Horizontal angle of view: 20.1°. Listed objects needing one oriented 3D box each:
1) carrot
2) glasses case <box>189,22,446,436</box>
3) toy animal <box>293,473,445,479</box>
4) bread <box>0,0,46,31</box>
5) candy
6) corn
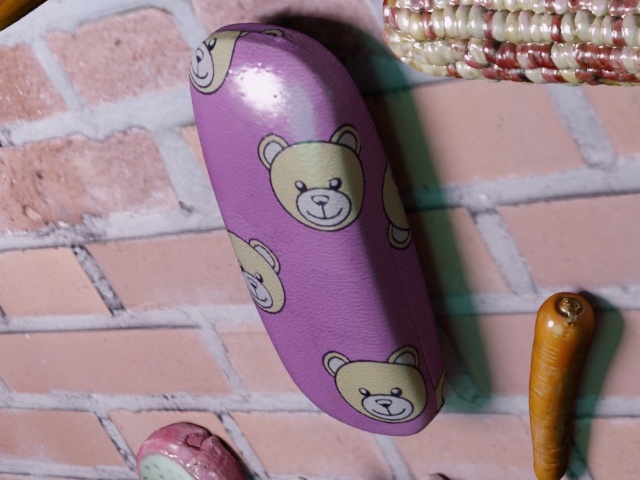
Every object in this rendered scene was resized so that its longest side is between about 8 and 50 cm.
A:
[{"bbox_3d":[0.151,0.100,1.164,0.037,0.037,0.190,28,145,23],"label":"carrot"},{"bbox_3d":[0.000,0.000,1.174,0.123,0.076,0.316,12,134,38],"label":"glasses case"},{"bbox_3d":[0.015,0.282,1.389,0.140,0.138,0.282,12,148,-7],"label":"toy animal"},{"bbox_3d":[-0.107,-0.225,1.000,0.077,0.138,0.361,52,144,-7],"label":"bread"},{"bbox_3d":[-0.107,0.199,1.516,0.103,0.043,0.103,25,138,24],"label":"candy"},{"bbox_3d":[0.137,-0.115,0.919,0.237,0.079,0.079,8,131,41],"label":"corn"}]
